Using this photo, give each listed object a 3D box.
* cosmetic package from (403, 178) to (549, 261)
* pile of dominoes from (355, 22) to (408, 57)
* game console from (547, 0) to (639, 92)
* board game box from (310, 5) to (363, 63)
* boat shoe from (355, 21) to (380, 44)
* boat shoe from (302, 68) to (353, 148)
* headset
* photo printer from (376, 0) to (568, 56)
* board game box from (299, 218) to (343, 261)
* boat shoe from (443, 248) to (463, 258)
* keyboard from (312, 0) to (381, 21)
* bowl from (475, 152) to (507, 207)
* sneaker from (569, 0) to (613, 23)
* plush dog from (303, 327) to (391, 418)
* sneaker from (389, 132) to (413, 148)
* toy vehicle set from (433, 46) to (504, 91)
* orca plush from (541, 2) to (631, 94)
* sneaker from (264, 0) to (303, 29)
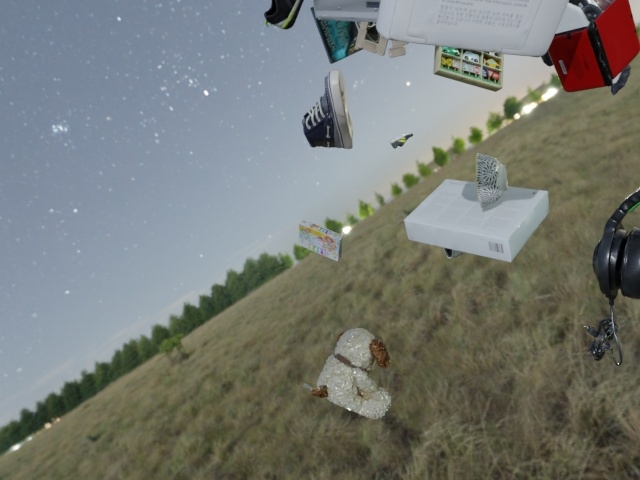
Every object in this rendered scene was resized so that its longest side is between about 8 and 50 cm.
[{"bbox_3d":[0.516,-0.080,1.716,0.377,0.097,0.284,15,47,43],"label":"cosmetic package"},{"bbox_3d":[0.216,-0.685,1.549,0.040,0.196,0.251,-22,-43,-43],"label":"pile of dominoes"},{"bbox_3d":[0.503,-0.360,0.949,0.124,0.144,0.085,2,60,44],"label":"game console"},{"bbox_3d":[0.057,-0.696,1.691,0.126,0.186,0.026,-28,27,-8],"label":"board game box"},{"bbox_3d":[0.170,-0.821,1.928,0.078,0.219,0.070,-45,37,-4],"label":"boat shoe"},{"bbox_3d":[0.010,-0.396,1.615,0.158,0.127,0.340,-1,-26,9],"label":"boat shoe"},{"bbox_3d":[0.594,0.065,0.895,0.185,0.243,0.394,-24,-37,-45],"label":"headset"},{"bbox_3d":[0.223,-0.406,0.655,0.256,0.107,0.307,3,-49,-7],"label":"photo printer"},{"bbox_3d":[0.000,0.000,1.725,0.026,0.154,0.103,-51,-26,-39],"label":"board game box"},{"bbox_3d":[0.509,-0.053,2.055,0.084,0.258,0.095,-24,6,-31],"label":"boat shoe"},{"bbox_3d":[0.111,-0.487,1.076,0.256,0.014,0.072,6,-23,9],"label":"keyboard"},{"bbox_3d":[0.524,-0.187,1.564,0.080,0.170,0.170,-4,12,23],"label":"bowl"},{"bbox_3d":[0.676,-0.696,1.343,0.163,0.281,0.106,-30,-3,-13],"label":"sneaker"},{"bbox_3d":[0.086,0.363,1.498,0.262,0.211,0.225,15,79,51],"label":"plush dog"},{"bbox_3d":[0.264,-0.322,1.664,0.083,0.035,0.031,-24,4,-6],"label":"sneaker"},{"bbox_3d":[0.520,-0.631,1.792,0.267,0.166,0.035,8,-9,-20],"label":"toy vehicle set"},{"bbox_3d":[0.601,-0.465,1.208,0.102,0.287,0.151,-90,24,-66],"label":"orca plush"},{"bbox_3d":[-0.093,-0.697,1.423,0.097,0.084,0.234,5,-51,-29],"label":"sneaker"}]
